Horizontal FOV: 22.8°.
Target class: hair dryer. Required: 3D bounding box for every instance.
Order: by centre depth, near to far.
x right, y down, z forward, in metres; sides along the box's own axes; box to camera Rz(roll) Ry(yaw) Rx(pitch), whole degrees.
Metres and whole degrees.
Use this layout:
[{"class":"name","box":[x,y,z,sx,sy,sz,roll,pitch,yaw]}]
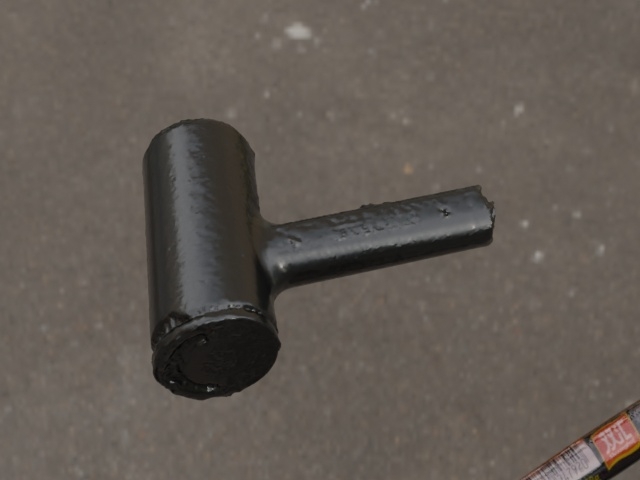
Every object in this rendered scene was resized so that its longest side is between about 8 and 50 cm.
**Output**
[{"class":"hair dryer","box":[0.000,0.000,1.119,0.251,0.089,0.197,-8,49,-3]}]

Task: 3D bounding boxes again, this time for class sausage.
[{"class":"sausage","box":[0.101,0.121,0.737,0.198,0.025,0.028,-35,36,-4]}]
